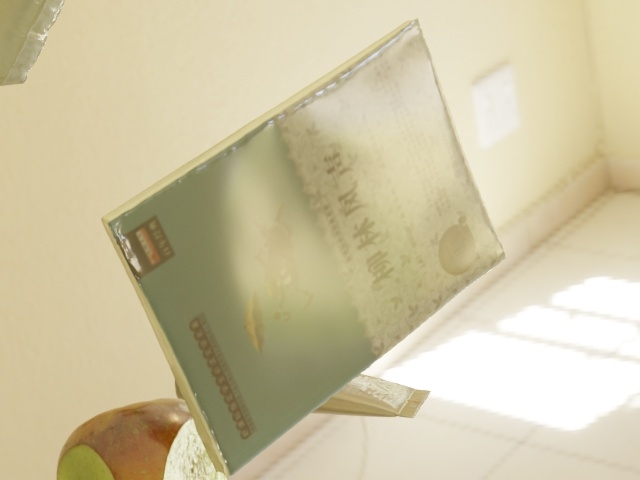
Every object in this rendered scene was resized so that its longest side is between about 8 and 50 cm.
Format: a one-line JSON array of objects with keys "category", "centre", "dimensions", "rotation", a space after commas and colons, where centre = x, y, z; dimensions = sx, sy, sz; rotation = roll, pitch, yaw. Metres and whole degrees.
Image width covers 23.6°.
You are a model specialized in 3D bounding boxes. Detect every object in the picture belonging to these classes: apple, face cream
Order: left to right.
[{"category": "apple", "centre": [-0.158, 0.225, 1.419], "dimensions": [0.163, 0.147, 0.146], "rotation": [-25, -12, 41]}, {"category": "face cream", "centre": [-0.027, 0.201, 2.099], "dimensions": [0.341, 0.084, 0.137], "rotation": [6, 10, 13]}]

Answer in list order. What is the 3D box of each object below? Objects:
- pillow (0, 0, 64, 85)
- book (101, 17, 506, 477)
[{"category": "pillow", "centre": [-0.439, -0.366, 1.872], "dimensions": [0.322, 0.255, 0.120], "rotation": [37, 20, 16]}, {"category": "book", "centre": [0.000, 0.000, 1.374], "dimensions": [0.379, 0.264, 0.031], "rotation": [-37, 25, -30]}]
